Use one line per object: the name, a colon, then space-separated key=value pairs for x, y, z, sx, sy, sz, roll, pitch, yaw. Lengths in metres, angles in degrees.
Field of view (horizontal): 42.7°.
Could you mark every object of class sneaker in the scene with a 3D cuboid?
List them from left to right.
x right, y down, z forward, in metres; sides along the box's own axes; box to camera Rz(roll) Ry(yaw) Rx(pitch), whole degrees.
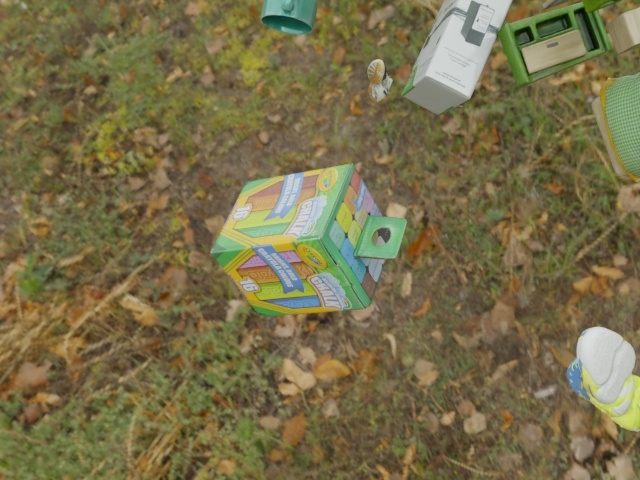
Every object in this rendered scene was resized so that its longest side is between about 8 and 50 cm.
sneaker: x=0.098 y=-0.262 z=1.314 sx=0.037 sy=0.083 sz=0.032 roll=-33 pitch=62 yaw=-21
sneaker: x=0.400 y=0.195 z=1.205 sx=0.091 sy=0.240 sz=0.126 roll=-49 pitch=37 yaw=-14

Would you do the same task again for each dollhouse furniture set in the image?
dollhouse furniture set: x=0.411 y=-0.219 z=1.205 sx=0.151 sy=0.197 sz=0.301 roll=-20 pitch=90 yaw=-9

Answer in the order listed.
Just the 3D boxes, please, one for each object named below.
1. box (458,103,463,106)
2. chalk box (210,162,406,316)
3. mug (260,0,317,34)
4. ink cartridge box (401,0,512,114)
box: x=0.290 y=-0.369 z=1.763 sx=0.116 sy=0.029 sz=0.162 roll=-150 pitch=74 yaw=-69
chalk box: x=0.000 y=0.000 z=1.376 sx=0.289 sy=0.179 sz=0.180 roll=-9 pitch=42 yaw=32
mug: x=-0.064 y=-0.560 z=1.945 sx=0.158 sy=0.129 sz=0.097 roll=4 pitch=82 yaw=57
ink cartridge box: x=0.232 y=-0.333 z=1.384 sx=0.087 sy=0.153 sz=0.208 roll=26 pitch=83 yaw=-8
